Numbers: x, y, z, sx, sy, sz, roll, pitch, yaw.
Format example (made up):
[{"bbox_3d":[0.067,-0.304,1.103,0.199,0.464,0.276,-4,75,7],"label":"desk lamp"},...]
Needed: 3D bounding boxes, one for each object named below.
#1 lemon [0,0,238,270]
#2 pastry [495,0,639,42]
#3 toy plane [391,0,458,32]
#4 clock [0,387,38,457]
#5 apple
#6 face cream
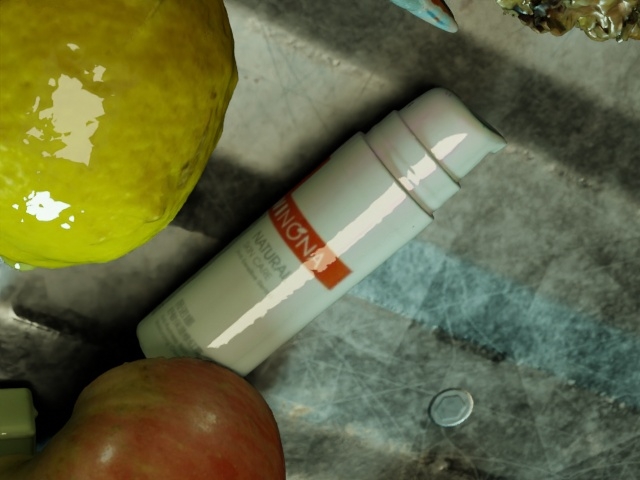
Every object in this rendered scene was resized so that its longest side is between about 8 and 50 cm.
[{"bbox_3d":[-0.177,-0.113,0.913,0.233,0.233,0.288,16,107,-21],"label":"lemon"},{"bbox_3d":[0.221,-0.264,0.936,0.275,0.193,0.275,-13,115,-29],"label":"pastry"},{"bbox_3d":[0.009,-0.260,0.947,0.223,0.104,0.326,-17,147,37],"label":"toy plane"},{"bbox_3d":[-0.438,0.239,1.105,0.379,0.120,0.276,0,120,-19],"label":"clock"},{"bbox_3d":[-0.152,0.253,1.048,0.293,0.163,0.251,-35,133,7],"label":"apple"},{"bbox_3d":[0.000,0.000,1.089,0.345,0.102,0.102,-41,119,9],"label":"face cream"}]
